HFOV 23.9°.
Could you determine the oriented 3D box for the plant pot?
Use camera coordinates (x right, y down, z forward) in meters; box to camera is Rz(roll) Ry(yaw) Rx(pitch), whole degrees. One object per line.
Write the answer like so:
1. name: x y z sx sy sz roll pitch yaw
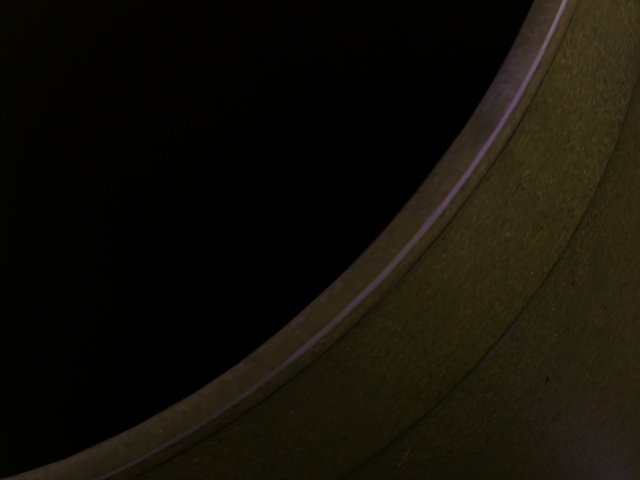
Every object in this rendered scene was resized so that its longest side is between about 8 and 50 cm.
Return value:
1. plant pot: 0.000 0.000 0.606 0.353 0.366 0.366 45 19 -47
